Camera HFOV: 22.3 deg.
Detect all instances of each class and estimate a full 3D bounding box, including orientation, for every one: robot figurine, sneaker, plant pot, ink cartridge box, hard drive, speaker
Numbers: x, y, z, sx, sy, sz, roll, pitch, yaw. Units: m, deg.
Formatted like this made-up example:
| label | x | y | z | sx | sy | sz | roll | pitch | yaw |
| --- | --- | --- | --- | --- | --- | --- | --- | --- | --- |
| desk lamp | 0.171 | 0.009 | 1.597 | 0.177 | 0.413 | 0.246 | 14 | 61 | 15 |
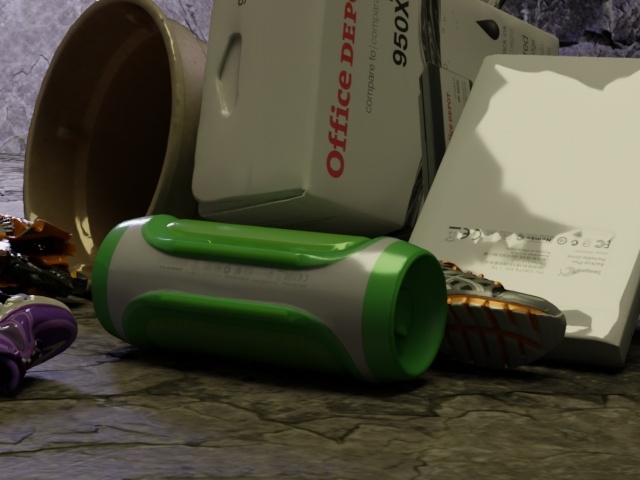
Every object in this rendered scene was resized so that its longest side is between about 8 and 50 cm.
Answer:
| label | x | y | z | sx | sy | sz | roll | pitch | yaw |
| --- | --- | --- | --- | --- | --- | --- | --- | --- | --- |
| robot figurine | -0.371 | 0.003 | 1.640 | 0.211 | 0.085 | 0.291 | 13 | 0 | 38 |
| sneaker | -0.250 | 0.095 | 1.284 | 0.071 | 0.068 | 0.170 | 23 | 26 | 28 |
| plant pot | -0.126 | -0.084 | 1.849 | 0.305 | 0.333 | 0.334 | 11 | 0 | -36 |
| ink cartridge box | 0.072 | -0.127 | 1.732 | 0.166 | 0.285 | 0.395 | -8 | -17 | 44 |
| hard drive | 0.220 | -0.040 | 1.572 | 0.233 | 0.047 | 0.353 | 5 | 52 | 26 |
| sneaker | 0.115 | 0.055 | 1.440 | 0.215 | 0.084 | 0.083 | 6 | 45 | 24 |
| speaker | -0.047 | 0.048 | 1.396 | 0.297 | 0.131 | 0.131 | 6 | 8 | 29 |
